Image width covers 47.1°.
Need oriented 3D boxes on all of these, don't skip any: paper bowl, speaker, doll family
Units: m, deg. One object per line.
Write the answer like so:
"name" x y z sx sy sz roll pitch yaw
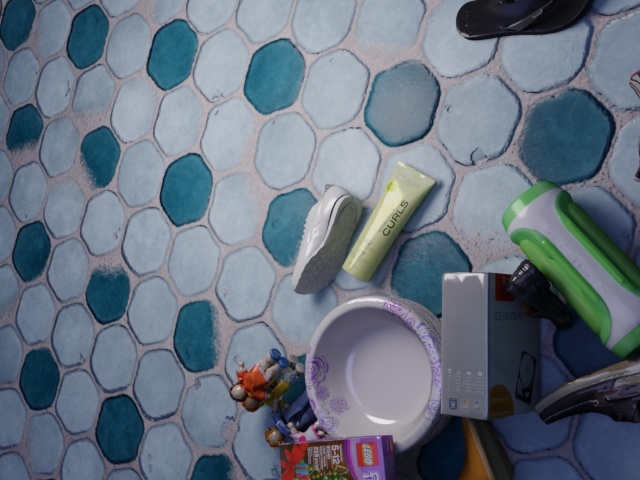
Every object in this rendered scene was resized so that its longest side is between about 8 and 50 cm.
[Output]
"paper bowl" 0.123 0.245 1.353 0.284 0.148 0.284 -3 84 32
"speaker" 0.430 0.043 1.191 0.131 0.131 0.296 -46 64 20
"doll family" -0.072 0.343 1.506 0.163 0.118 0.263 -43 83 15

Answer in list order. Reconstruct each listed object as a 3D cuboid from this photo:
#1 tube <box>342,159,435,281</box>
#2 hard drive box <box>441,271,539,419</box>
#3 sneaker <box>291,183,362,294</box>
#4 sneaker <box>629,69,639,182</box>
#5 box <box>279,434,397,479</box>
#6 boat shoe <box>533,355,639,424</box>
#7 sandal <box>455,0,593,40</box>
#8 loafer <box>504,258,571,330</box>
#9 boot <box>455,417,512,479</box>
"tube" 0.126 -0.035 1.436 0.070 0.062 0.240 30 98 -10
"hard drive box" 0.286 0.172 1.232 0.089 0.181 0.232 -4 84 42
"sneaker" 0.000 0.000 1.505 0.095 0.090 0.235 35 100 43
"sneaker" 0.541 -0.130 1.144 0.112 0.121 0.299 -23 73 33
"box" 0.037 0.485 1.242 0.201 0.057 0.293 -12 74 25
"boat shoe" 0.479 0.243 1.157 0.285 0.103 0.092 -28 66 21
"sandal" 0.363 -0.414 1.322 0.255 0.054 0.097 -8 81 32
"loafer" 0.358 0.101 1.215 0.061 0.170 0.062 -42 30 3
"boot" 0.238 0.460 1.286 0.211 0.104 0.295 -27 75 27
